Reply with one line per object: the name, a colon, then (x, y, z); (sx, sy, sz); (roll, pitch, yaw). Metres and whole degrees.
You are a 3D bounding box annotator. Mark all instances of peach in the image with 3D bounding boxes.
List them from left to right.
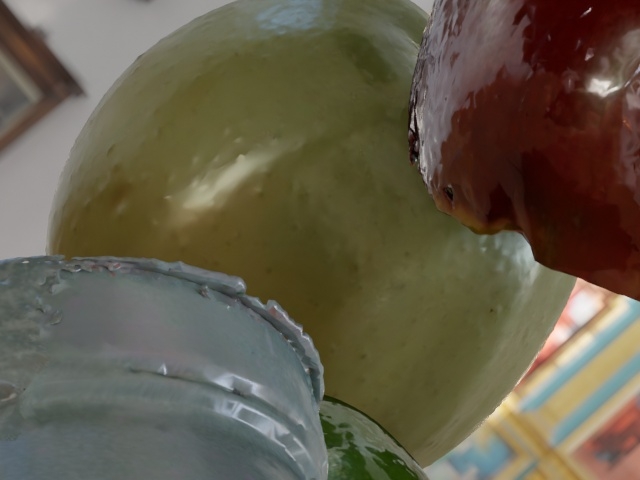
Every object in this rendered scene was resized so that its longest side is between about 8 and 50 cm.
peach: (0.120, -0.070, 0.749); (0.159, 0.154, 0.267); (25, 12, -3)

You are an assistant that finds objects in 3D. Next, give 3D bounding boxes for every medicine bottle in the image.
medicine bottle: (-0.070, 0.173, 0.597); (0.245, 0.245, 0.290); (62, 14, -50)

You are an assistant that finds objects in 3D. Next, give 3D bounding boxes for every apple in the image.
apple: (0.000, 0.000, 1.402); (0.320, 0.360, 0.311); (16, 33, -51)

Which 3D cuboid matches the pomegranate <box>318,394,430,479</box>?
pomegranate: (-0.048, 0.168, 0.858); (0.263, 0.211, 0.211); (6, 24, -41)
